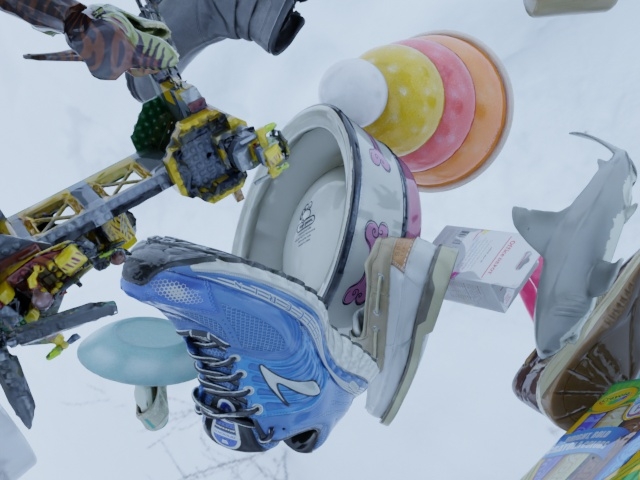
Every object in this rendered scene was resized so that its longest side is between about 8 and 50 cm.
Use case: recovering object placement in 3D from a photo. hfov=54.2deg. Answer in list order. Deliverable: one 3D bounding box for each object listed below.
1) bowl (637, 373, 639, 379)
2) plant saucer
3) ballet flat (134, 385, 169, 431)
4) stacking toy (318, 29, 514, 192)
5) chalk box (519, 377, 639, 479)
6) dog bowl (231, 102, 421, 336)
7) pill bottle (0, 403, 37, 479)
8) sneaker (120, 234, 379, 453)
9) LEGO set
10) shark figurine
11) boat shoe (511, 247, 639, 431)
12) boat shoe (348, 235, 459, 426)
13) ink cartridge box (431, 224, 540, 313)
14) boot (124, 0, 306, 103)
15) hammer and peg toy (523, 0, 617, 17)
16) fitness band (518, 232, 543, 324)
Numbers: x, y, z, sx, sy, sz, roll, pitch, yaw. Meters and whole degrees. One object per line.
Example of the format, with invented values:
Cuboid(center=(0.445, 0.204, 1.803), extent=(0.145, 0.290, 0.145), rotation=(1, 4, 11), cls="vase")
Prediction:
Cuboid(center=(0.599, 0.144, 1.045), extent=(0.156, 0.289, 0.289), rotation=(-101, 18, -50), cls="bowl")
Cuboid(center=(-0.251, 0.149, 0.915), extent=(0.195, 0.195, 0.037), rotation=(23, 108, 38), cls="plant saucer")
Cuboid(center=(-0.266, 0.218, 0.969), extent=(0.052, 0.057, 0.168), rotation=(54, -177, -39), cls="ballet flat")
Cuboid(center=(0.148, -0.270, 1.197), extent=(0.350, 0.480, 0.351), rotation=(2, 94, 30), cls="stacking toy")
Cuboid(center=(0.338, 0.240, 0.584), extent=(0.180, 0.289, 0.179), rotation=(52, 160, 8), cls="chalk box")
Cuboid(center=(0.000, 0.000, 1.007), extent=(0.408, 0.150, 0.408), rotation=(-38, 44, 49), cls="dog bowl")
Cuboid(center=(-0.547, 0.328, 0.739), extent=(0.210, 0.363, 0.210), rotation=(28, 138, 28), cls="pill bottle")
Cuboid(center=(-0.058, 0.114, 0.561), extent=(0.129, 0.147, 0.330), rotation=(14, 157, 39), cls="sneaker")
Cuboid(center=(-0.129, -0.086, 0.287), extent=(0.192, 0.255, 0.331), rotation=(33, 141, 46), cls="LEGO set")
Cuboid(center=(0.264, -0.028, 0.657), extent=(0.116, 0.278, 0.166), rotation=(21, 162, 17), cls="shark figurine")
Cuboid(center=(0.376, 0.090, 0.796), extent=(0.123, 0.342, 0.123), rotation=(46, 170, -14), cls="boat shoe")
Cuboid(center=(0.092, 0.118, 0.827), extent=(0.103, 0.113, 0.302), rotation=(19, 124, 11), cls="boat shoe")
Cuboid(center=(0.235, 0.040, 0.895), extent=(0.181, 0.104, 0.061), rotation=(10, 140, 50), cls="ink cartridge box")
Cuboid(center=(-0.160, -0.346, 1.017), extent=(0.222, 0.118, 0.338), rotation=(28, 95, 14), cls="boot")
Cuboid(center=(0.213, -0.356, 0.447), extent=(0.266, 0.127, 0.361), rotation=(90, -179, -65), cls="hammer and peg toy")
Cuboid(center=(0.373, 0.095, 1.033), extent=(0.054, 0.291, 0.209), rotation=(-24, 101, 8), cls="fitness band")
